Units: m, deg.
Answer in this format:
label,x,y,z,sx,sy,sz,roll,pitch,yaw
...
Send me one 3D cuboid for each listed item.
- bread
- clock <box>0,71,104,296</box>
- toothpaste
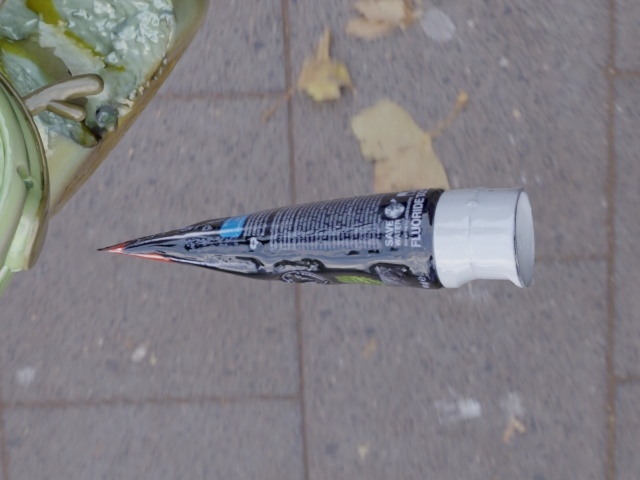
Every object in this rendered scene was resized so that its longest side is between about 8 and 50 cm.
label,x,y,z,sx,sy,sz,roll,pitch,yaw
bread,-0.243,-0.149,1.654,0.160,0.333,0.333,40,102,-2
clock,-0.293,-0.045,1.200,0.235,0.096,0.308,41,74,6
toothpaste,0.000,0.000,0.826,0.193,0.071,0.045,-1,96,18
